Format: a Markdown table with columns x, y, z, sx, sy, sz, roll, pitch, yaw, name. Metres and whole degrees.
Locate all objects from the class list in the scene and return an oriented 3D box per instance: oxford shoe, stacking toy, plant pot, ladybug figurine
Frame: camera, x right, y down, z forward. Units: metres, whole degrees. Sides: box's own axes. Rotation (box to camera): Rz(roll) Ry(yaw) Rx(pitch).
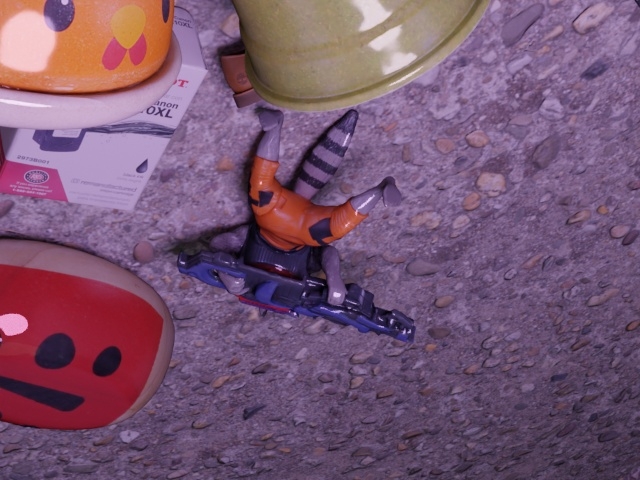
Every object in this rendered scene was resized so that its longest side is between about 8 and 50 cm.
| x | y | z | sx | sy | sz | roll | pitch | yaw | name |
| --- | --- | --- | --- | --- | --- | --- | --- | --- | --- |
| -0.016 | -0.232 | 1.215 | 0.212 | 0.076 | 0.076 | -27 | 104 | -6 | oxford shoe |
| -0.218 | -0.357 | 0.800 | 0.350 | 0.351 | 0.480 | 6 | 125 | -29 | stacking toy |
| -0.006 | -0.308 | 0.992 | 0.276 | 0.276 | 0.254 | -26 | 131 | 9 | plant pot |
| -0.389 | 0.147 | 1.448 | 0.305 | 0.162 | 0.449 | -39 | 139 | 25 | ladybug figurine |

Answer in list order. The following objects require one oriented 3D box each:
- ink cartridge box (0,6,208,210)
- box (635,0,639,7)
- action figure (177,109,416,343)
| x | y | z | sx | sy | sz | roll | pitch | yaw | name |
| --- | --- | --- | --- | --- | --- | --- | --- | --- | --- |
| -0.254 | -0.155 | 1.176 | 0.171 | 0.100 | 0.237 | 8 | 136 | -32 | ink cartridge box |
| 0.459 | -0.389 | 1.236 | 0.159 | 0.044 | 0.233 | -17 | 143 | -4 | box |
| 0.000 | 0.000 | 1.430 | 0.341 | 0.179 | 0.330 | 22 | 137 | -10 | action figure |
